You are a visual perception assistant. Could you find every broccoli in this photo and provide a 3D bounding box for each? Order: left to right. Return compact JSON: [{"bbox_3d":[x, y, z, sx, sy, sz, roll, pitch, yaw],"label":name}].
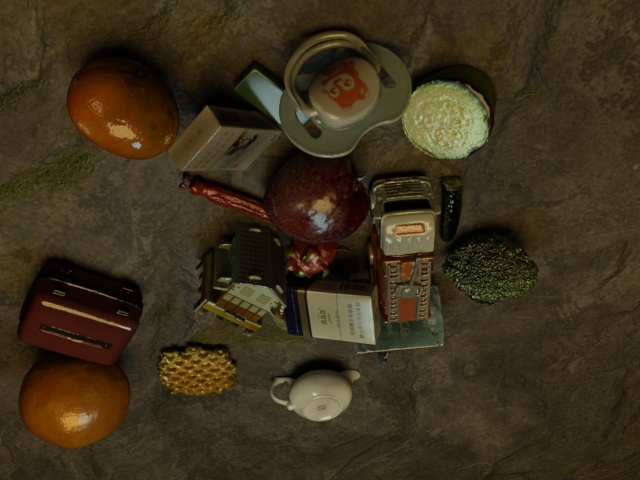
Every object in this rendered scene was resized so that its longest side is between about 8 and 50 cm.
[{"bbox_3d":[0.461,0.077,1.965,0.226,0.197,0.176,-9,176,41],"label":"broccoli"}]

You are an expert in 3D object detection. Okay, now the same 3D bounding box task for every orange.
[{"bbox_3d":[-0.719,0.455,2.107,0.312,0.312,0.312,-3,132,-3],"label":"orange"},{"bbox_3d":[-0.408,-0.282,1.510,0.240,0.240,0.171,27,119,-26],"label":"orange"}]

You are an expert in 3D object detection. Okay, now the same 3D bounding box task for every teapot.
[{"bbox_3d":[-0.012,0.488,2.314,0.298,0.139,0.204,-1,134,-8],"label":"teapot"}]

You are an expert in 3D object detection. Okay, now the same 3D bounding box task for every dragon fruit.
[{"bbox_3d":[0.003,0.003,1.885,0.236,0.135,0.137,-45,118,9],"label":"dragon fruit"}]

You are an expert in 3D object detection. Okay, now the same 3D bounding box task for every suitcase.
[{"bbox_3d":[-0.659,0.204,1.975,0.297,0.161,0.236,21,128,-24],"label":"suitcase"}]

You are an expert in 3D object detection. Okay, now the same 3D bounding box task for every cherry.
[{"bbox_3d":[-0.012,-0.102,1.737,0.300,0.202,0.230,-12,136,24],"label":"cherry"}]

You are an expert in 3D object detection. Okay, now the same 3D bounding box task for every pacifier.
[{"bbox_3d":[0.048,-0.304,1.590,0.299,0.244,0.233,-33,163,-5],"label":"pacifier"}]

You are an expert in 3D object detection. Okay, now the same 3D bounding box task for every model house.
[{"bbox_3d":[-0.198,0.104,1.885,0.198,0.224,0.215,28,125,-26],"label":"model house"}]

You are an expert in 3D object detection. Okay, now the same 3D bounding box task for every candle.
[{"bbox_3d":[-0.202,-0.094,1.826,0.329,0.048,0.051,21,168,-23],"label":"candle"}]

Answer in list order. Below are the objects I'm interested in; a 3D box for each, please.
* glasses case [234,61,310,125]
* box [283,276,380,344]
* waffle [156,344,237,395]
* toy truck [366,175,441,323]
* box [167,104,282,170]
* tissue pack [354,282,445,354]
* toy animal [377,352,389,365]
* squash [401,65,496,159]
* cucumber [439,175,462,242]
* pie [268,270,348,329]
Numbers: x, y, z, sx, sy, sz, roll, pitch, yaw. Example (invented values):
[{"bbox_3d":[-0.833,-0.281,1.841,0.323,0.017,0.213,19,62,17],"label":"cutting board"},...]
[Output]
[{"bbox_3d":[-0.103,-0.322,1.631,0.184,0.039,0.078,33,122,-30],"label":"glasses case"},{"bbox_3d":[0.027,0.188,1.937,0.259,0.071,0.168,5,123,19],"label":"box"},{"bbox_3d":[-0.389,0.416,2.268,0.254,0.052,0.245,-3,133,-4],"label":"waffle"},{"bbox_3d":[0.217,0.033,1.872,0.174,0.206,0.387,-6,132,-1],"label":"toy truck"},{"bbox_3d":[-0.208,-0.224,1.607,0.149,0.067,0.233,-39,165,27],"label":"box"},{"bbox_3d":[0.218,0.226,2.070,0.257,0.185,0.081,-5,172,0],"label":"tissue pack"},{"bbox_3d":[0.211,0.264,2.154,0.062,0.108,0.220,17,97,-18],"label":"toy animal"},{"bbox_3d":[0.296,-0.304,1.664,0.220,0.133,0.220,8,135,8],"label":"squash"},{"bbox_3d":[0.341,-0.073,1.894,0.058,0.052,0.214,8,135,14],"label":"cucumber"},{"bbox_3d":[-0.041,0.176,2.057,0.201,0.090,0.248,31,120,-26],"label":"pie"}]
